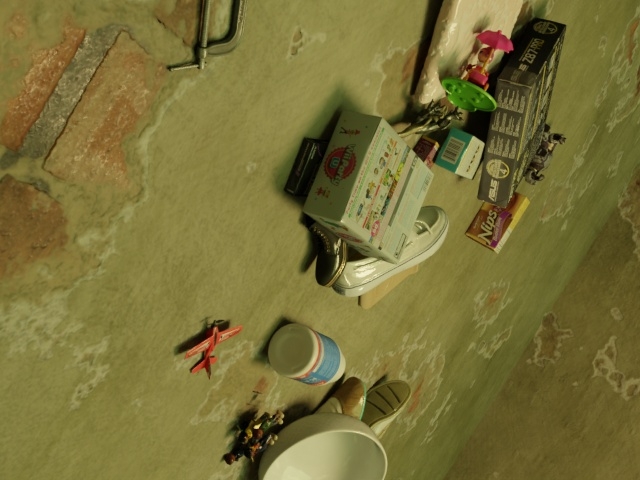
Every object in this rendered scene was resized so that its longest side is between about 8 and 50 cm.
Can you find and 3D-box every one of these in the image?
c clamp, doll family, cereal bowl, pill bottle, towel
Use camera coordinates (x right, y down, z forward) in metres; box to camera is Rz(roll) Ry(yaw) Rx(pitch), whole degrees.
[{"bbox_3d":[-0.156,-0.330,1.172,0.137,0.022,0.160,-19,133,-48],"label":"c clamp"},{"bbox_3d":[-0.162,0.476,1.872,0.111,0.076,0.193,-30,144,-47],"label":"doll family"},{"bbox_3d":[-0.003,0.578,2.065,0.339,0.141,0.339,-7,122,-11],"label":"cereal bowl"},{"bbox_3d":[-0.022,0.274,1.839,0.124,0.124,0.221,-57,150,-2],"label":"pill bottle"},{"bbox_3d":[0.345,-0.485,1.723,0.317,0.053,0.332,-31,147,-41],"label":"towel"}]

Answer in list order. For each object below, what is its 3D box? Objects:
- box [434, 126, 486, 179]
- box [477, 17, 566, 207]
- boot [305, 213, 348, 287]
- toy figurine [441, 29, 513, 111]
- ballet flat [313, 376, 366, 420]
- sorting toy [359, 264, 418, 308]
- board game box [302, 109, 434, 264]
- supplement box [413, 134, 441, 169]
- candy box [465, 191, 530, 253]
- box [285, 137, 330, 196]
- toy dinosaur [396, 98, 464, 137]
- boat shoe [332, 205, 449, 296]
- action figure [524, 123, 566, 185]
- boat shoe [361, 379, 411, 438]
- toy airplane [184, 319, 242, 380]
[{"bbox_3d":[0.357,-0.215,1.964,0.100,0.060,0.244,-65,162,9],"label":"box"},{"bbox_3d":[0.527,-0.329,2.059,0.318,0.097,0.395,-56,156,-38],"label":"box"},{"bbox_3d":[0.000,0.000,1.681,0.137,0.077,0.198,8,98,-54],"label":"boot"},{"bbox_3d":[0.354,-0.377,1.711,0.159,0.130,0.173,-61,178,-5],"label":"toy figurine"},{"bbox_3d":[0.019,0.530,2.184,0.124,0.116,0.342,3,121,-36],"label":"ballet flat"},{"bbox_3d":[0.179,0.060,2.036,0.208,0.038,0.193,-32,142,-30],"label":"sorting toy"},{"bbox_3d":[0.108,-0.101,1.626,0.303,0.097,0.224,35,75,-58],"label":"board game box"},{"bbox_3d":[0.247,-0.200,1.879,0.083,0.043,0.055,-57,152,-4],"label":"supplement box"},{"bbox_3d":[0.533,-0.068,2.367,0.186,0.109,0.053,-58,150,1],"label":"candy box"},{"bbox_3d":[0.003,-0.143,1.580,0.162,0.029,0.116,-3,120,-54],"label":"box"},{"bbox_3d":[0.238,-0.267,1.744,0.118,0.064,0.268,-24,178,44],"label":"toy dinosaur"},{"bbox_3d":[0.167,-0.020,1.860,0.367,0.136,0.156,-29,137,-26],"label":"boat shoe"},{"bbox_3d":[0.679,-0.266,2.415,0.185,0.099,0.285,-66,155,-3],"label":"action figure"},{"bbox_3d":[0.154,0.543,2.384,0.302,0.113,0.103,-37,147,-13],"label":"boat shoe"},{"bbox_3d":[-0.221,0.218,1.584,0.151,0.028,0.151,-35,143,-32],"label":"toy airplane"}]
